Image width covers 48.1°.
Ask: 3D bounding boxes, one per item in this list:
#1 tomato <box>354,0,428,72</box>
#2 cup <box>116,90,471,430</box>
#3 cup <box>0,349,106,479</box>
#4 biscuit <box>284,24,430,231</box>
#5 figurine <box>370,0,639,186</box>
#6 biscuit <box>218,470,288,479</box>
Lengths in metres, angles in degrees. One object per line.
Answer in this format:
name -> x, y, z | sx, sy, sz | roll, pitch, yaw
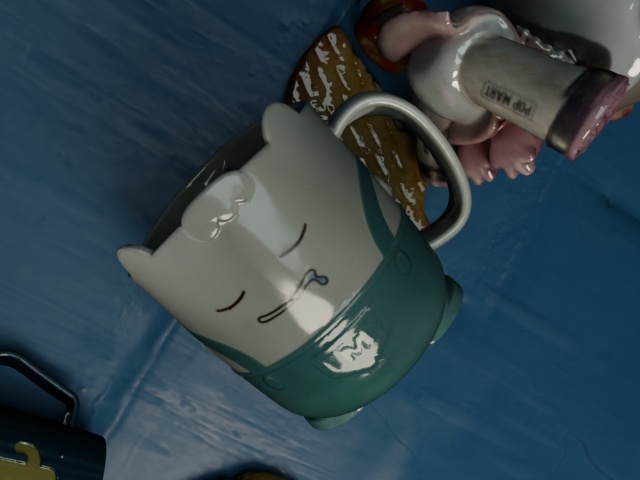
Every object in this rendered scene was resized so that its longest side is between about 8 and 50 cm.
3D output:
tomato -> 0.076, -0.217, 0.749 | 0.075, 0.087, 0.087 | -31, 102, -10
cup -> 0.000, 0.000, 0.656 | 0.289, 0.219, 0.257 | -43, 107, 3
cup -> -0.279, 0.192, 0.642 | 0.155, 0.131, 0.177 | 22, 61, -23
biscuit -> 0.044, -0.113, 0.772 | 0.176, 0.031, 0.229 | -4, 93, -19
figurine -> 0.244, -0.207, 0.690 | 0.361, 0.253, 0.211 | -35, 115, -23
biscuit -> -0.087, 0.353, 0.749 | 0.225, 0.042, 0.226 | -2, 95, -18
